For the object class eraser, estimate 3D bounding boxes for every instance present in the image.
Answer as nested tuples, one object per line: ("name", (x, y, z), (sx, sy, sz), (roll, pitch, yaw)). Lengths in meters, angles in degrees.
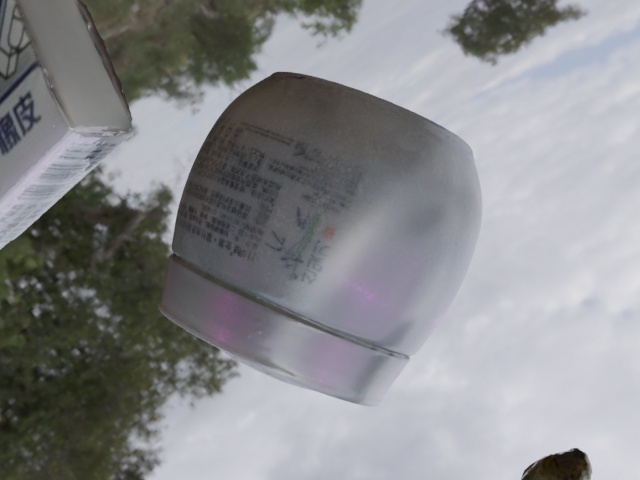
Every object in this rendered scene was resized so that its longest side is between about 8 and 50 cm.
("eraser", (-0.239, -0.076, 0.712), (0.210, 0.124, 0.068), (-33, 166, 33))

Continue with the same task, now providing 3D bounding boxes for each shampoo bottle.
("shampoo bottle", (0.000, 0.000, 0.899), (0.266, 0.273, 0.273), (-67, -166, 1))

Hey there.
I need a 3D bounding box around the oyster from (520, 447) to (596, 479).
("oyster", (0.120, 0.313, 0.865), (0.337, 0.197, 0.133), (-22, 162, -8))
